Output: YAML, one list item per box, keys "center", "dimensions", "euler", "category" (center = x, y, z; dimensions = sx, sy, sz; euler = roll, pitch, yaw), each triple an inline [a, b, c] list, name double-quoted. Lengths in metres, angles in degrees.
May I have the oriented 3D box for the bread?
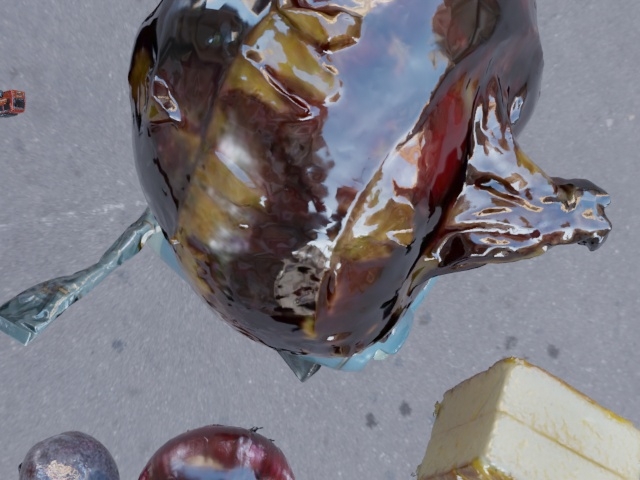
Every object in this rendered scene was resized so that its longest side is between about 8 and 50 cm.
- center: [0.341, 0.364, 1.117]
  dimensions: [0.279, 0.279, 0.207]
  euler: [31, 60, -3]
  category: "bread"

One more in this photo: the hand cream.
- center: [-0.206, 0.007, 0.652]
  dimensions: [0.248, 0.075, 0.052]
  euler: [-42, 110, -38]
  category: "hand cream"

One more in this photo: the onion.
- center: [-0.201, 0.497, 1.265]
  dimensions: [0.314, 0.232, 0.313]
  euler: [-2, 120, -3]
  category: "onion"

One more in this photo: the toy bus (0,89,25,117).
- center: [-0.541, -0.225, 1.124]
  dimensions: [0.110, 0.031, 0.043]
  euler: [-5, 90, 28]
  category: "toy bus"

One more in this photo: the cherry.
- center: [-0.494, 0.468, 1.315]
  dimensions: [0.195, 0.195, 0.195]
  euler: [0, 92, -11]
  category: "cherry"

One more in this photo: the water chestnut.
- center: [0.034, -0.055, 0.420]
  dimensions: [0.300, 0.300, 0.299]
  euler: [0, 92, -11]
  category: "water chestnut"

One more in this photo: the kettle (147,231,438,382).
- center: [0.000, 0.000, 0.888]
  dimensions: [0.342, 0.247, 0.319]
  euler: [41, 93, 10]
  category: "kettle"
